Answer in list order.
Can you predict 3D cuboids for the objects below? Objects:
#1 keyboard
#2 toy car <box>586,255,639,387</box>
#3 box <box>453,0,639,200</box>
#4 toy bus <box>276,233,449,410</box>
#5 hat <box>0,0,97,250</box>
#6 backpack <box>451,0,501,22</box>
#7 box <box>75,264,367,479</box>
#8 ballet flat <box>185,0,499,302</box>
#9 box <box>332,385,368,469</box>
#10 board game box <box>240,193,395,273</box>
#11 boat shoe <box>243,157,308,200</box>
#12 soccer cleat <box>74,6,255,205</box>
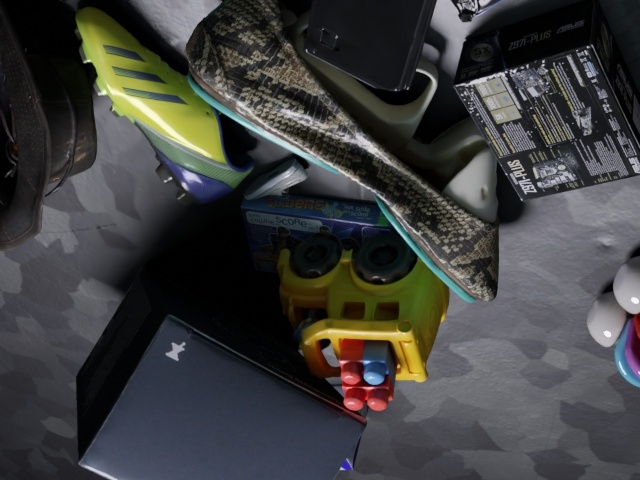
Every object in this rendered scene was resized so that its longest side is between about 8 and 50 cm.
[{"bbox_3d":[0.036,-0.302,0.861,0.202,0.033,0.317,31,130,20],"label":"keyboard"},{"bbox_3d":[0.428,0.116,1.194,0.159,0.136,0.182,18,141,-1],"label":"toy car"},{"bbox_3d":[0.247,-0.140,1.002,0.147,0.077,0.180,-14,132,33],"label":"box"},{"bbox_3d":[0.040,0.115,1.225,0.220,0.211,0.149,1,140,20],"label":"toy bus"},{"bbox_3d":[-0.348,-0.149,1.159,0.331,0.134,0.331,22,119,48],"label":"hat"},{"bbox_3d":[0.143,-0.278,0.870,0.105,0.084,0.114,-24,119,42],"label":"backpack"},{"bbox_3d":[-0.157,0.217,1.325,0.294,0.211,0.395,31,178,-16],"label":"box"},{"bbox_3d":[0.080,-0.111,1.061,0.483,0.164,0.182,37,112,-21],"label":"ballet flat"},{"bbox_3d":[-0.005,0.311,1.600,0.137,0.126,0.072,-6,134,25],"label":"box"},{"bbox_3d":[0.000,0.000,1.298,0.201,0.035,0.136,8,141,11],"label":"board game box"},{"bbox_3d":[-0.057,-0.071,1.236,0.100,0.035,0.035,-28,120,34],"label":"boat shoe"},{"bbox_3d":[-0.183,-0.169,1.145,0.121,0.093,0.289,-30,123,6],"label":"soccer cleat"}]
